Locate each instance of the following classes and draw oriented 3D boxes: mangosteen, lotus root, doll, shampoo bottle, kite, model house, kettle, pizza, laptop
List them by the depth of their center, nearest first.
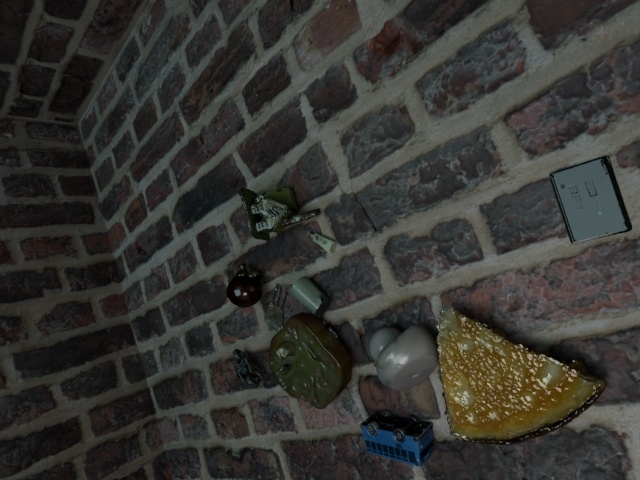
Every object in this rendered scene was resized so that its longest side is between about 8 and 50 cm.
[{"bbox_3d":[0.677,-0.100,1.011,0.135,0.016,0.196,-20,83,38],"label":"laptop"},{"bbox_3d":[0.501,0.437,1.153,0.435,0.080,0.391,25,111,36],"label":"pizza"},{"bbox_3d":[0.259,0.360,1.320,0.221,0.221,0.250,47,125,26],"label":"doll"},{"bbox_3d":[0.000,0.000,1.579,0.141,0.034,0.048,29,119,35],"label":"shampoo bottle"},{"bbox_3d":[-0.044,0.234,1.604,0.148,0.098,0.126,40,113,26],"label":"kettle"},{"bbox_3d":[-0.050,0.474,1.614,0.391,0.111,0.374,-5,95,41],"label":"lotus root"},{"bbox_3d":[-0.149,-0.144,1.625,0.279,0.205,0.218,-18,84,10],"label":"model house"},{"bbox_3d":[-0.192,0.304,1.792,0.127,0.016,0.229,31,117,30],"label":"kite"},{"bbox_3d":[-0.337,0.211,1.809,0.173,0.173,0.183,24,91,36],"label":"mangosteen"}]

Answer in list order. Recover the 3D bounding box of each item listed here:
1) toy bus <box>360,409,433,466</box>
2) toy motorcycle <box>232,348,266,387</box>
[{"bbox_3d":[0.269,0.683,1.385,0.234,0.116,0.133,-9,90,42],"label":"toy bus"},{"bbox_3d":[-0.333,0.607,1.888,0.094,0.130,0.229,-50,48,7],"label":"toy motorcycle"}]
